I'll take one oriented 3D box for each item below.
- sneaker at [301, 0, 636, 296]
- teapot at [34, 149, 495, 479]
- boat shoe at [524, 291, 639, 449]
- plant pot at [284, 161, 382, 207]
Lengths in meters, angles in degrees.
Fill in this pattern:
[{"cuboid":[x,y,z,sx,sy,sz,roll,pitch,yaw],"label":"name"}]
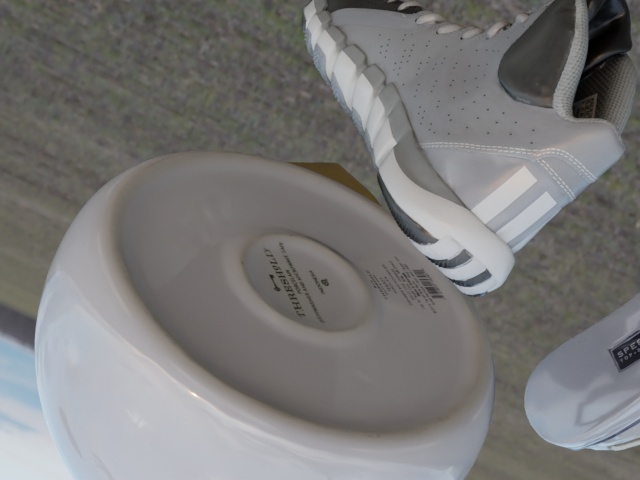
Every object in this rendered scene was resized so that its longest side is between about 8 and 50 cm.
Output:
[{"cuboid":[0.078,-0.083,0.541,0.086,0.132,0.229,40,-162,-39],"label":"sneaker"},{"cuboid":[-0.047,0.084,0.613,0.252,0.187,0.256,29,-147,0],"label":"teapot"},{"cuboid":[0.267,0.072,0.778,0.088,0.267,0.096,24,-144,-41],"label":"boat shoe"},{"cuboid":[0.000,0.000,0.796,0.081,0.081,0.083,-3,-149,-45],"label":"plant pot"}]
